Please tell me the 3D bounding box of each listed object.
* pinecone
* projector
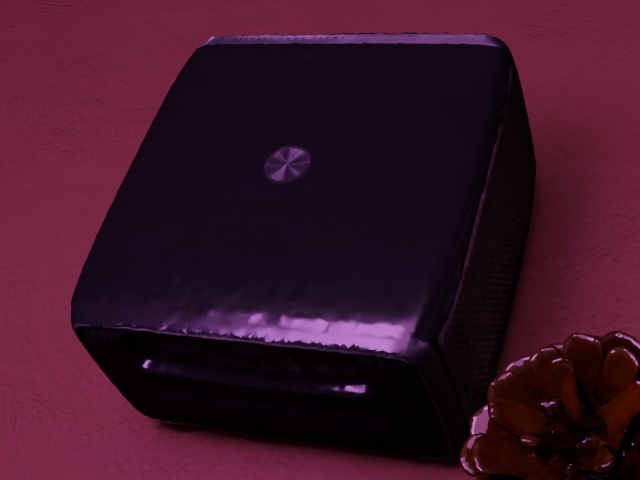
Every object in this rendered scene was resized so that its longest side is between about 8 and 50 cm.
[{"bbox_3d":[0.229,0.193,0.950,0.264,0.264,0.264,-11,48,12],"label":"pinecone"},{"bbox_3d":[0.000,0.000,1.209,0.395,0.242,0.405,4,54,22],"label":"projector"}]
